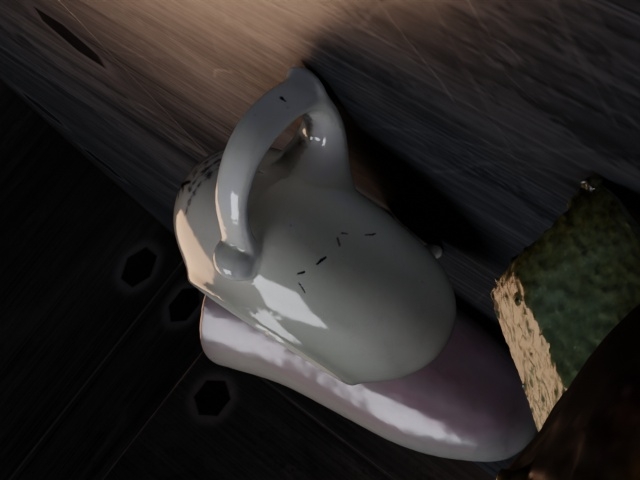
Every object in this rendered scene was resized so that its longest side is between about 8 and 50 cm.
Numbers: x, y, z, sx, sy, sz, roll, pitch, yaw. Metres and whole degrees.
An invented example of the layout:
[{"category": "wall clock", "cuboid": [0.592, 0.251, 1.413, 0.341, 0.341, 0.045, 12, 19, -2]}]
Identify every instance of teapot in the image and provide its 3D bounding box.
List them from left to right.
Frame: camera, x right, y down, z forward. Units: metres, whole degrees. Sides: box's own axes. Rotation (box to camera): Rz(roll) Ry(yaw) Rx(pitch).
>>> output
[{"category": "teapot", "cuboid": [0.000, 0.000, 0.992, 0.208, 0.166, 0.299, 43, 169, 26]}]

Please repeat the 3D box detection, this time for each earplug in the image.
[{"category": "earplug", "cuboid": [0.059, 0.103, 1.315, 0.301, 0.172, 0.172, 29, 170, 27]}]

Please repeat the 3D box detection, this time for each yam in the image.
[{"category": "yam", "cuboid": [0.157, 0.097, 0.638, 0.259, 0.106, 0.106, 55, 179, 18]}]

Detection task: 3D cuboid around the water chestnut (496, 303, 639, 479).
[{"category": "water chestnut", "cuboid": [0.172, 0.139, 0.416, 0.300, 0.300, 0.300, 37, 173, 5]}]
